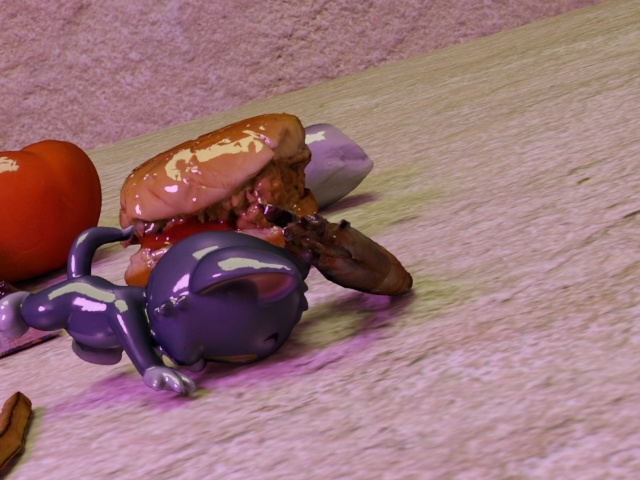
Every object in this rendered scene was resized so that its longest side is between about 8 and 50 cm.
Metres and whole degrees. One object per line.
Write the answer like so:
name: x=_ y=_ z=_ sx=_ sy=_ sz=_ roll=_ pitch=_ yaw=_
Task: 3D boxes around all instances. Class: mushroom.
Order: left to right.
mushroom: x=-0.071 y=-0.060 z=1.773 sx=0.270 sy=0.103 sz=0.118 roll=-28 pitch=7 yaw=-8

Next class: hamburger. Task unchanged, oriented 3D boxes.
hamburger: x=-0.116 y=-0.039 z=1.538 sx=0.244 sy=0.163 sz=0.244 roll=-16 pitch=13 yaw=4

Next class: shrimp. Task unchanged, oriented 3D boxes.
shrimp: x=-0.001 y=0.002 z=1.216 sx=0.144 sy=0.052 sz=0.251 roll=27 pitch=-4 yaw=21

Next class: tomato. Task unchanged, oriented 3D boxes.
tomato: x=-0.408 y=-0.036 z=1.863 sx=0.260 sy=0.180 sz=0.260 roll=-13 pitch=7 yaw=2

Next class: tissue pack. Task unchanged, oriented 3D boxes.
tissue pack: x=-0.325 y=0.096 z=1.495 sx=0.083 sy=0.035 sz=0.063 roll=-21 pitch=12 yaw=-25

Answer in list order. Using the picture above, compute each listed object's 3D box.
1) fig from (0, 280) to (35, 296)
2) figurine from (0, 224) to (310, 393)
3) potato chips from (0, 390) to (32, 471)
fig: x=-0.444 y=0.048 z=1.667 sx=0.274 sy=0.170 sz=0.145 roll=13 pitch=61 yaw=22
figurine: x=-0.134 y=0.052 z=1.213 sx=0.265 sy=0.140 sz=0.193 roll=11 pitch=-1 yaw=12
potato chips: x=-0.258 y=0.159 z=1.140 sx=0.037 sy=0.026 sz=0.204 roll=-28 pitch=11 yaw=5
